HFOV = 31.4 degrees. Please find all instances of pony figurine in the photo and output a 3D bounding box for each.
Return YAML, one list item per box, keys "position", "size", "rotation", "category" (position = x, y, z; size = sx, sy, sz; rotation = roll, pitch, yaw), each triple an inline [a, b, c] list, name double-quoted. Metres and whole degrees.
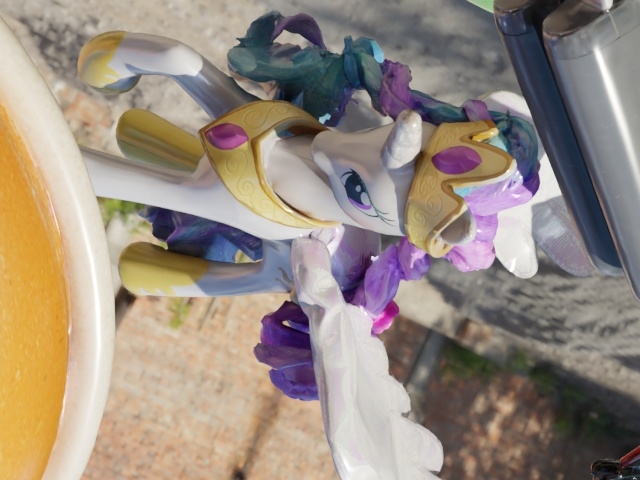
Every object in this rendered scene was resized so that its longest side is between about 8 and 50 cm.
- position: [0.000, 0.000, 0.716]
  size: [0.363, 0.303, 0.351]
  rotation: [12, 158, 34]
  category: "pony figurine"

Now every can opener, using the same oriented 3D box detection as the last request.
- position: [0.120, -0.092, 0.470]
  size: [0.074, 0.093, 0.280]
  rotation: [50, 167, 57]
  category: "can opener"

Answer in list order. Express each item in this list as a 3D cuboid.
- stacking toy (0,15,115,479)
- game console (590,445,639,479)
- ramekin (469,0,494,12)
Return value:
- position: [-0.226, 0.103, 0.198]
  size: [0.350, 0.351, 0.480]
  rotation: [27, -161, -17]
  category: "stacking toy"
- position: [0.219, 0.142, 0.623]
  size: [0.085, 0.124, 0.144]
  rotation: [-9, 168, 41]
  category: "game console"
- position: [0.182, -0.311, 0.827]
  size: [0.303, 0.303, 0.148]
  rotation: [25, 143, -2]
  category: "ramekin"
